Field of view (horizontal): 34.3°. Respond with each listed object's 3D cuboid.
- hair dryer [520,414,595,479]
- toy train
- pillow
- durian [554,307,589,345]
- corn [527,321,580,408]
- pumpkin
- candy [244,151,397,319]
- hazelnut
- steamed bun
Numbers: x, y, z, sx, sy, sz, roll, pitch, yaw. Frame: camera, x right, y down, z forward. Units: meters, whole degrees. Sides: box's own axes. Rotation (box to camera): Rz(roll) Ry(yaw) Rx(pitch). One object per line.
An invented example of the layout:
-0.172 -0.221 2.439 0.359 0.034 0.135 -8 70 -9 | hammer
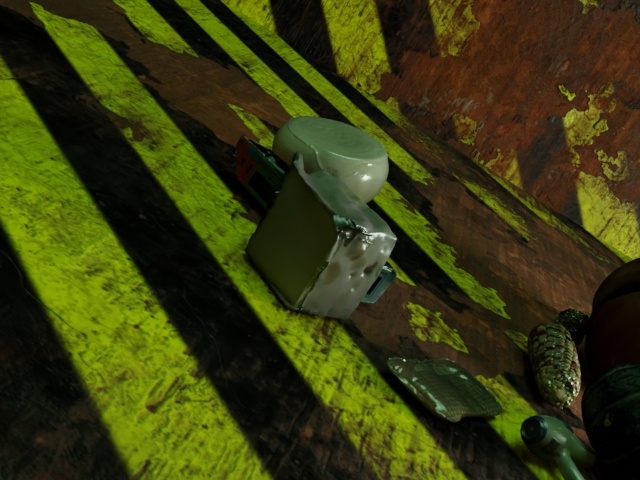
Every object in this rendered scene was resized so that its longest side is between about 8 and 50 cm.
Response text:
0.381 0.341 1.500 0.167 0.067 0.199 20 31 -52 | hair dryer
-0.030 -0.043 1.772 0.086 0.089 0.409 20 20 -49 | toy train
0.184 0.215 1.520 0.135 0.034 0.211 39 17 28 | pillow
0.519 0.181 2.126 0.091 0.080 0.080 23 19 -29 | durian
0.413 0.217 1.829 0.086 0.086 0.253 31 18 -3 | corn
0.497 0.294 1.594 0.220 0.162 0.220 56 16 -24 | pumpkin
0.000 0.000 1.545 0.137 0.184 0.195 10 27 -41 | candy
0.705 0.183 2.041 0.359 0.359 0.409 43 13 31 | hazelnut
0.012 -0.138 2.011 0.232 0.145 0.232 16 25 -8 | steamed bun
